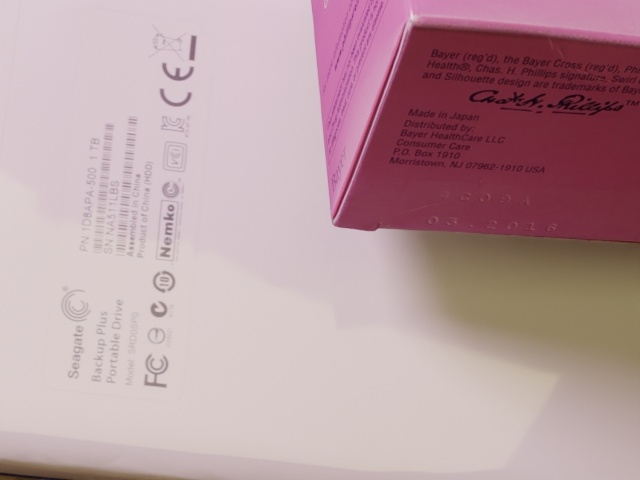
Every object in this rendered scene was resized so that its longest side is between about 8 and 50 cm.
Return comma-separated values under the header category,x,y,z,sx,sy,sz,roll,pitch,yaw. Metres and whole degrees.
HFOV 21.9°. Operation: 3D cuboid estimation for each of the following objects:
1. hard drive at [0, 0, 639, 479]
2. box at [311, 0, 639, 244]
category,x,y,z,sx,sy,sz,roll,pitch,yaw
hard drive,0.000,0.000,0.664,0.318,0.040,0.210,7,71,-10
box,0.110,-0.128,0.652,0.213,0.117,0.243,4,54,-12
